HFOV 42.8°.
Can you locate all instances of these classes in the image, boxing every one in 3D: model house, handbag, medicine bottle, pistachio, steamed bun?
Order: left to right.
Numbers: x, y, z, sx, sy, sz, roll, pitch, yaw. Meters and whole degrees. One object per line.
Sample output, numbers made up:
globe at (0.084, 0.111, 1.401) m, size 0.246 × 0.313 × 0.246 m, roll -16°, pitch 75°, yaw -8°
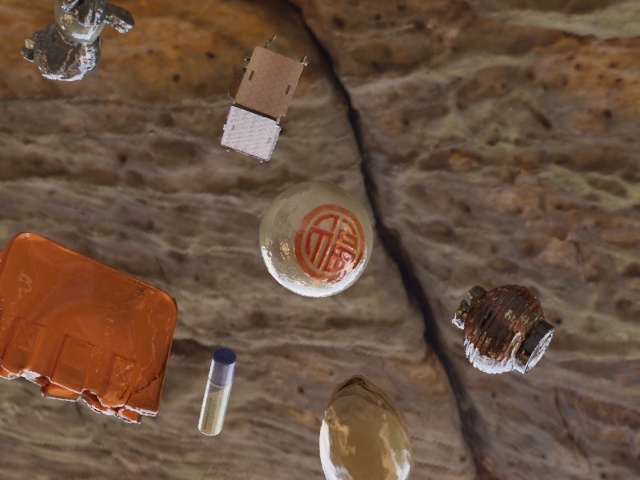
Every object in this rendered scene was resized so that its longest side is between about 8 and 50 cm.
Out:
handbag at (-0.503, 0.185, 1.695) m, size 0.116 × 0.410 × 0.303 m, roll -30°, pitch -139°, yaw 42°
medicine bottle at (-0.239, 0.352, 1.893) m, size 0.059 × 0.230 × 0.059 m, roll 10°, pitch -147°, yaw -7°
model house at (-0.161, -0.338, 2.052) m, size 0.169 × 0.326 × 0.244 m, roll 22°, pitch -158°, yaw -8°
steamed bun at (0.000, 0.000, 1.936) m, size 0.283 × 0.282 × 0.177 m, roll -29°, pitch -164°, yaw -16°
pistachio at (0.091, 0.410, 1.604) m, size 0.182 × 0.292 × 0.162 m, roll -8°, pitch -154°, yaw 11°

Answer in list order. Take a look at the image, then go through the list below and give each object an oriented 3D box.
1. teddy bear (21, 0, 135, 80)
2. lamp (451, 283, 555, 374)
teddy bear at (-0.482, -0.445, 1.673) m, size 0.251 × 0.171 × 0.144 m, roll -47°, pitch -131°, yaw 33°
lamp at (0.446, 0.213, 2.013) m, size 0.247 × 0.246 × 0.247 m, roll -14°, pitch -150°, yaw 9°
